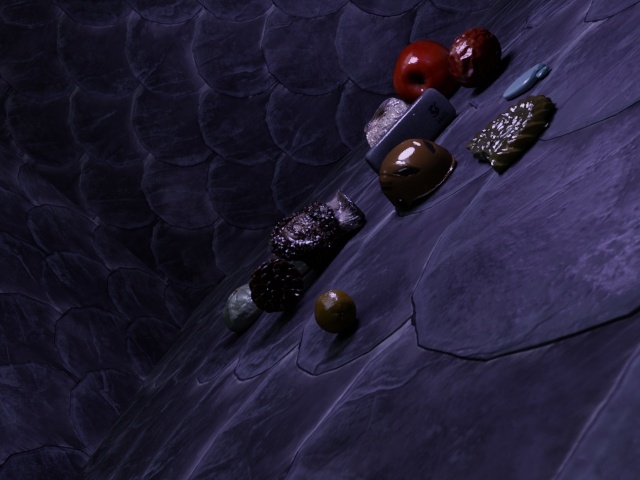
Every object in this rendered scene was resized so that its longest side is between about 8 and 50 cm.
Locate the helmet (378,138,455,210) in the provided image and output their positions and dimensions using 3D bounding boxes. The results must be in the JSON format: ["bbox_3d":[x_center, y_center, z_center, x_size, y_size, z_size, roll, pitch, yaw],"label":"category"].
[{"bbox_3d":[0.229,-0.183,1.422,0.198,0.130,0.224,-52,11,-11],"label":"helmet"}]

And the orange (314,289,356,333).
[{"bbox_3d":[0.030,0.139,1.086,0.085,0.085,0.095,-49,15,-12],"label":"orange"}]

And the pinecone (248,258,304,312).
[{"bbox_3d":[-0.119,0.135,1.587,0.163,0.163,0.165,-49,20,-10],"label":"pinecone"}]

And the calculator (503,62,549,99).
[{"bbox_3d":[0.509,-0.395,1.378,0.095,0.021,0.153,-50,6,-14],"label":"calculator"}]

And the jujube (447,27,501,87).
[{"bbox_3d":[0.501,-0.596,1.812,0.174,0.174,0.250,-40,15,38],"label":"jujube"}]

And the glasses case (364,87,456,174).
[{"bbox_3d":[0.290,-0.341,1.805,0.323,0.131,0.074,-47,8,0],"label":"glasses case"}]

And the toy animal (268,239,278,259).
[{"bbox_3d":[-0.141,-0.022,2.605,0.312,0.097,0.157,-44,-3,34],"label":"toy animal"}]

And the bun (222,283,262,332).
[{"bbox_3d":[-0.276,0.234,1.992,0.195,0.118,0.195,-48,10,12],"label":"bun"}]

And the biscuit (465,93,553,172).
[{"bbox_3d":[0.395,-0.233,1.157,0.187,0.036,0.273,-45,9,11],"label":"biscuit"}]

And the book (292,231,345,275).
[{"bbox_3d":[0.000,0.000,1.974,0.260,0.043,0.371,-41,12,19],"label":"book"}]

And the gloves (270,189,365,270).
[{"bbox_3d":[-0.011,-0.029,1.713,0.313,0.210,0.135,-25,-34,-9],"label":"gloves"}]

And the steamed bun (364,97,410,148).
[{"bbox_3d":[0.282,-0.468,2.274,0.225,0.170,0.200,-45,14,22],"label":"steamed bun"}]

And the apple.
[{"bbox_3d":[0.416,-0.653,2.202,0.260,0.260,0.216,-40,7,38],"label":"apple"}]
